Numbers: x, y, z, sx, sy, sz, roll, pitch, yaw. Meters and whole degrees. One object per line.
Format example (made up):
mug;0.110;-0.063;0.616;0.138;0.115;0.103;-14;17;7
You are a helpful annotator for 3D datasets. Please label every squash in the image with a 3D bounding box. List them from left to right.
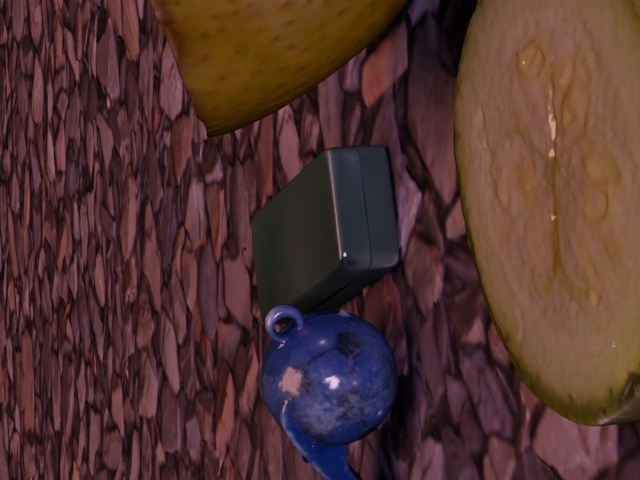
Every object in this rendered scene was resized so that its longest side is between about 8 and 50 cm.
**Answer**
squash;0.117;-0.027;0.882;0.219;0.041;0.219;177;90;-72

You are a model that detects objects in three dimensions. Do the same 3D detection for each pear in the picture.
pear;-0.028;-0.240;1.035;0.386;0.191;0.340;-104;-2;-76

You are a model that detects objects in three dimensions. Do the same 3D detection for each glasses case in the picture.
glasses case;0.000;0.000;1.248;0.184;0.039;0.077;141;125;-68

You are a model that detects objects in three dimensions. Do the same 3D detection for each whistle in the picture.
whistle;0.015;0.096;1.183;0.158;0.090;0.090;51;179;-27
